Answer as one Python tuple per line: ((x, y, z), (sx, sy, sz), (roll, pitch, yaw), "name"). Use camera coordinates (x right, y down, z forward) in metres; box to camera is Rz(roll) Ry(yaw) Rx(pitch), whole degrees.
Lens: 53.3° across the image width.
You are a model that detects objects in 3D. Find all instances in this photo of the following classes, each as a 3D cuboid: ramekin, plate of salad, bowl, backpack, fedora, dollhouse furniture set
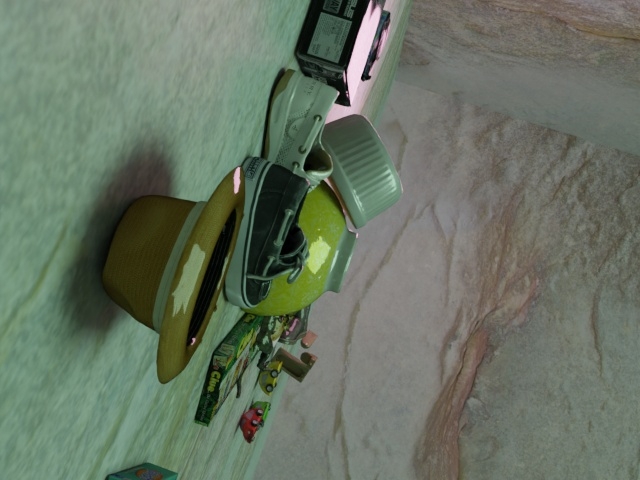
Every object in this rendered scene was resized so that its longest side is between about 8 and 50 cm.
((0.067, -0.135, 1.183), (0.109, 0.207, 0.207), (-27, 174, 0), "ramekin")
((-0.091, 0.188, 1.597), (0.200, 0.048, 0.199), (16, 90, -80), "plate of salad")
((-0.021, 0.017, 1.165), (0.289, 0.156, 0.289), (19, 90, -85), "bowl")
((0.080, -0.381, 1.202), (0.114, 0.084, 0.105), (111, 1, -50), "backpack")
((-0.119, 0.017, 0.508), (0.194, 0.079, 0.194), (-163, -90, -89), "fedora")
((-0.087, 0.338, 1.886), (0.151, 0.144, 0.123), (-58, 174, 15), "dollhouse furniture set")

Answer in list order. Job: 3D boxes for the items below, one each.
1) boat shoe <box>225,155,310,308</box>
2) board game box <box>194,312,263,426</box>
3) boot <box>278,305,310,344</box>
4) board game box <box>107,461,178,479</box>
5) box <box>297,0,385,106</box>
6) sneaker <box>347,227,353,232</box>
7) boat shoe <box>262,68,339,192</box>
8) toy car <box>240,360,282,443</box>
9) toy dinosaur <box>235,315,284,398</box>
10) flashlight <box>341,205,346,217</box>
((-0.066, 0.009, 0.909), (0.306, 0.105, 0.113), (103, 7, -47), "boat shoe")
((-0.156, 0.212, 1.150), (0.259, 0.030, 0.136), (-56, 161, -73), "board game box")
((-0.064, 0.171, 1.759), (0.190, 0.076, 0.208), (-19, 127, -73), "boot")
((-0.235, 0.367, 0.717), (0.160, 0.047, 0.210), (89, 20, -76), "board game box")
((0.057, -0.382, 0.981), (0.242, 0.077, 0.307), (14, 95, -86), "box")
((-0.015, 0.005, 1.597), (0.103, 0.111, 0.252), (-40, 175, 37), "sneaker")
((-0.031, -0.108, 0.917), (0.277, 0.096, 0.098), (104, 6, -48), "boat shoe")
((-0.172, 0.466, 1.783), (0.225, 0.053, 0.239), (102, 9, -58), "toy car")
((-0.124, 0.220, 1.373), (0.118, 0.064, 0.268), (82, 29, -65), "toy dinosaur")
((0.000, 0.000, 1.753), (0.103, 0.103, 0.304), (110, -3, -47), "flashlight")
